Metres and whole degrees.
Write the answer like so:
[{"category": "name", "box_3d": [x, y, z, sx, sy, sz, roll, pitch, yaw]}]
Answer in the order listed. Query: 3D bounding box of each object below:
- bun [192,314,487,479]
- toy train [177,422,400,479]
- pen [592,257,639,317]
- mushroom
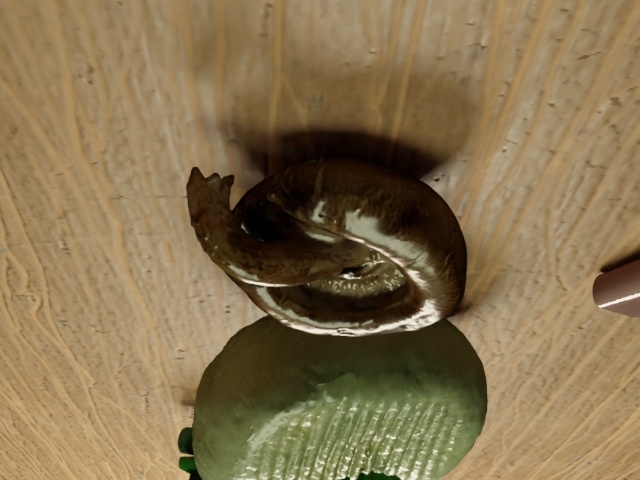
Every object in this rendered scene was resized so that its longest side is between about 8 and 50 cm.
[{"category": "bun", "box_3d": [0.008, 0.111, 0.894, 0.212, 0.126, 0.204, 12, 132, -33]}, {"category": "toy train", "box_3d": [-0.020, 0.223, 1.198, 0.251, 0.119, 0.085, -3, 158, 16]}, {"category": "pen", "box_3d": [0.236, 0.011, 0.720, 0.053, 0.032, 0.197, 17, 158, -25]}, {"category": "mushroom", "box_3d": [0.000, -0.002, 0.677, 0.170, 0.080, 0.135, 23, 140, -37]}]
